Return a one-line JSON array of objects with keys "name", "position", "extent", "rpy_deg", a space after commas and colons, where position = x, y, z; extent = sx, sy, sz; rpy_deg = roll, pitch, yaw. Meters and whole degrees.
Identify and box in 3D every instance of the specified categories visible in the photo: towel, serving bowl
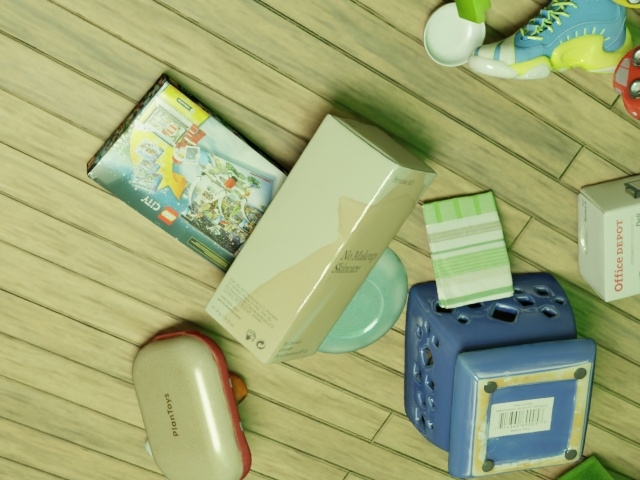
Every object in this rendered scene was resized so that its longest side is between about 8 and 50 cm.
[{"name": "towel", "position": [0.207, 0.014, 1.402], "extent": [0.113, 0.023, 0.152], "rpy_deg": [-10, 85, -15]}, {"name": "serving bowl", "position": [0.170, -0.270, 1.293], "extent": [0.083, 0.027, 0.083], "rpy_deg": [-5, 117, -11]}]

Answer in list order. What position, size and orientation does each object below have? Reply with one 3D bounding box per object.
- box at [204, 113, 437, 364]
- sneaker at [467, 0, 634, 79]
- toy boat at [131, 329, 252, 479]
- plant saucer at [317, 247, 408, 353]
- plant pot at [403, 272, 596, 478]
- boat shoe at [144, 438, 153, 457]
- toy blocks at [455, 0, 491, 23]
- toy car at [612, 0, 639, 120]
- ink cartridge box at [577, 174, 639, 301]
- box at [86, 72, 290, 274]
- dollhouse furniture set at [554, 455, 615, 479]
[{"name": "box", "position": [0.000, 0.000, 1.297], "extent": [0.311, 0.121, 0.148], "rpy_deg": [-57, 157, 16]}, {"name": "sneaker", "position": [0.299, -0.277, 1.293], "extent": [0.240, 0.091, 0.126], "rpy_deg": [-8, 107, -23]}, {"name": "toy boat", "position": [-0.158, 0.233, 1.399], "extent": [0.151, 0.151, 0.231], "rpy_deg": [-12, 93, 35]}, {"name": "plant saucer", "position": [0.037, 0.087, 1.427], "extent": [0.195, 0.037, 0.195], "rpy_deg": [-5, 115, -10]}, {"name": "plant pot", "position": [0.261, 0.201, 1.435], "extent": [0.236, 0.212, 0.236], "rpy_deg": [-5, 117, -11]}, {"name": "boat shoe", "position": [-0.191, 0.350, 1.484], "extent": [0.063, 0.066, 0.184], "rpy_deg": [-31, 119, 14]}, {"name": "toy blocks", "position": [0.248, -0.478, 1.149], "extent": [0.261, 0.191, 0.381], "rpy_deg": [-27, 119, -13]}, {"name": "toy car", "position": [0.426, -0.282, 1.286], "extent": [0.225, 0.053, 0.239], "rpy_deg": [-24, 107, -47]}, {"name": "ink cartridge box", "position": [0.492, -0.015, 1.455], "extent": [0.212, 0.093, 0.154], "rpy_deg": [-12, 118, -6]}, {"name": "box", "position": [-0.162, -0.083, 1.294], "extent": [0.233, 0.044, 0.159], "rpy_deg": [38, 102, -26]}, {"name": "dollhouse furniture set", "position": [0.546, 0.442, 1.702], "extent": [0.301, 0.151, 0.197], "rpy_deg": [-27, 141, -19]}]
